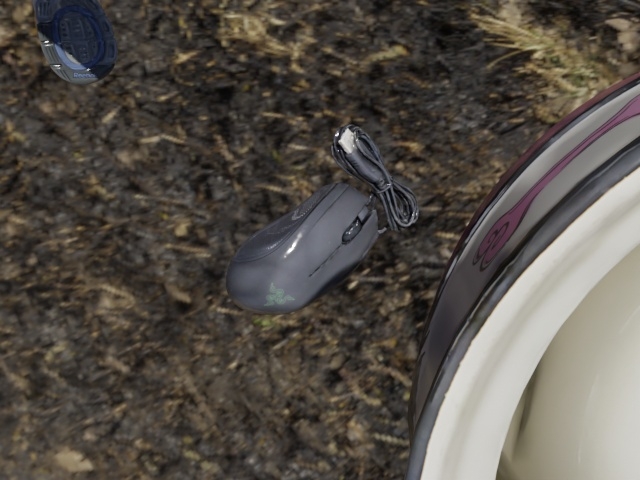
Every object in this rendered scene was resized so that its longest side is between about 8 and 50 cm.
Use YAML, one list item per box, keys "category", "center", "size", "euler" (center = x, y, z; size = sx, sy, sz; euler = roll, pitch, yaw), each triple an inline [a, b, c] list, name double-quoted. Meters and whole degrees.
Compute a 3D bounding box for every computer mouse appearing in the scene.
- category: "computer mouse"
  center: [0.000, 0.000, 1.366]
  size: [0.272, 0.072, 0.188]
  euler: [-41, 127, -2]

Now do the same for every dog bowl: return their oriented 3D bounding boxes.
- category: "dog bowl"
  center: [0.227, 0.085, 0.518]
  size: [0.408, 0.150, 0.407]
  euler: [-3, 113, -6]

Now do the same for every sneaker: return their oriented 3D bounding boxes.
- category: "sneaker"
  center: [-0.330, -0.341, 1.320]
  size: [0.111, 0.129, 0.297]
  euler: [-13, 109, -10]
